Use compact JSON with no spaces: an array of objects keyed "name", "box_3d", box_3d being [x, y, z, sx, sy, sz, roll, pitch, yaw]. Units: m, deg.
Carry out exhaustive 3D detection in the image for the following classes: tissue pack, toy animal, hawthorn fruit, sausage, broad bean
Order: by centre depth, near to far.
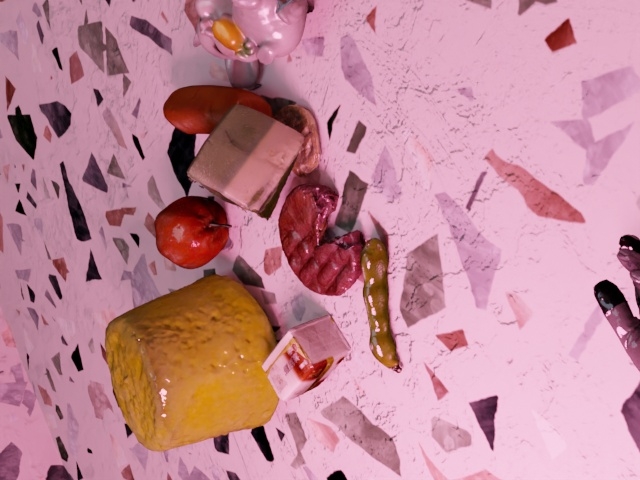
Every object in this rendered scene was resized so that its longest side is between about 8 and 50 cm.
[{"name":"broad bean","box_3d":[0.104,0.116,1.623,0.053,0.052,0.256,1,107,37]},{"name":"toy animal","box_3d":[-0.133,-0.391,1.655,0.208,0.154,0.325,48,161,-1]},{"name":"tissue pack","box_3d":[-0.028,0.230,1.785,0.099,0.106,0.148,57,140,20]},{"name":"sausage","box_3d":[-0.208,-0.261,1.822,0.348,0.097,0.094,9,79,52]},{"name":"hawthorn fruit","box_3d":[-0.260,-0.021,1.947,0.194,0.157,0.157,-13,93,42]}]

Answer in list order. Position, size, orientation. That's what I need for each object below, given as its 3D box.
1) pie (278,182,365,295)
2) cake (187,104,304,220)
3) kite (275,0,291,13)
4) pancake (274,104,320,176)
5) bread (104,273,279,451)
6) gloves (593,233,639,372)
[{"name":"pie","box_3d":[0.000,0.000,1.709,0.204,0.054,0.218,-33,80,51]},{"name":"cake","box_3d":[-0.129,-0.140,1.736,0.158,0.172,0.283,30,176,3]},{"name":"kite","box_3d":[-0.002,-0.557,1.445,0.368,0.014,0.406,16,98,28]},{"name":"pancake","box_3d":[-0.043,-0.188,1.714,0.139,0.022,0.139,22,119,46]},{"name":"bread","box_3d":[-0.273,0.271,1.939,0.348,0.308,0.348,27,127,42]},{"name":"gloves","box_3d":[0.438,0.123,1.163,0.142,0.119,0.285,-17,104,41]}]
